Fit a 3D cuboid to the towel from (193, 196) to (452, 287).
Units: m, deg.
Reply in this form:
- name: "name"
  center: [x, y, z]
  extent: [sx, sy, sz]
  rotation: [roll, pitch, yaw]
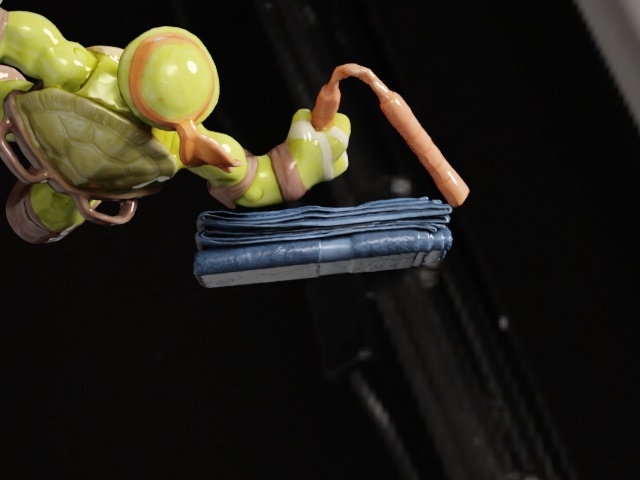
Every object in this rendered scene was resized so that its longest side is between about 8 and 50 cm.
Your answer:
- name: "towel"
  center: [0.000, 0.000, 0.829]
  extent: [0.067, 0.119, 0.029]
  rotation: [102, -19, -80]

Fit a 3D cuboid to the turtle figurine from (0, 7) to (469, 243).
- name: "turtle figurine"
  center: [-0.089, -0.046, 0.769]
  extent: [0.217, 0.269, 0.087]
  rotation: [-14, -123, 58]
